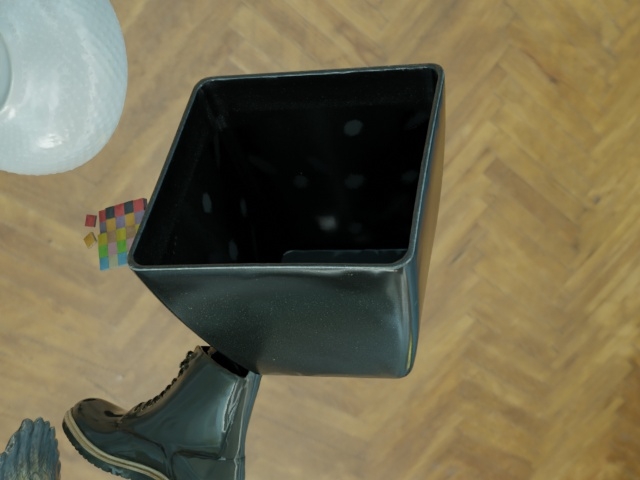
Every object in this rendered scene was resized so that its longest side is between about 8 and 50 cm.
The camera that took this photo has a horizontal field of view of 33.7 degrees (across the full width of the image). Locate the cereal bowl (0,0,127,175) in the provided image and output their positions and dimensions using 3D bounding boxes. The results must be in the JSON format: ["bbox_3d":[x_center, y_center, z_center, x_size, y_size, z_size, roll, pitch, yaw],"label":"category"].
[{"bbox_3d":[-0.454,-0.256,1.532,0.141,0.339,0.339,-22,140,-58],"label":"cereal bowl"}]

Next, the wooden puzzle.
[{"bbox_3d":[-0.154,-0.004,0.824,0.083,0.049,0.006,-13,166,30],"label":"wooden puzzle"}]

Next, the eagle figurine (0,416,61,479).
[{"bbox_3d":[-0.292,0.339,0.936,0.298,0.226,0.225,-43,174,13],"label":"eagle figurine"}]

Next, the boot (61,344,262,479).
[{"bbox_3d":[-0.127,0.134,0.885,0.077,0.198,0.137,-3,109,-57],"label":"boot"}]

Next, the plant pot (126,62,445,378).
[{"bbox_3d":[0.000,0.000,0.760,0.188,0.187,0.167,-1,139,18],"label":"plant pot"}]
